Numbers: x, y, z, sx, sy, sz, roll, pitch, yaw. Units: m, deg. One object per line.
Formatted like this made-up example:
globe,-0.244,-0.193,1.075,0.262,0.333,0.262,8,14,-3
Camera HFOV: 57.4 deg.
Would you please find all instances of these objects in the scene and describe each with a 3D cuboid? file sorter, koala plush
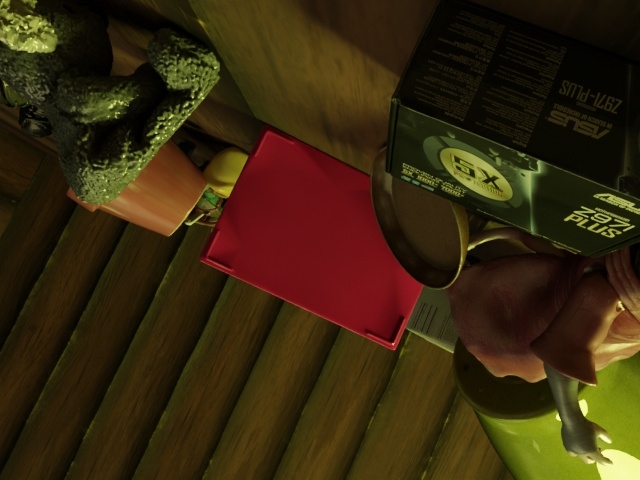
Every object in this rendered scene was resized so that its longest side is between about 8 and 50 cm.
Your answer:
file sorter,0.000,0.000,0.872,0.291,0.202,0.182,26,174,-7
koala plush,-0.261,-0.174,0.626,0.221,0.203,0.196,40,167,-20

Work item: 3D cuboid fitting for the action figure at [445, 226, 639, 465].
action figure,0.285,0.043,0.567,0.370,0.248,0.275,100,148,-70

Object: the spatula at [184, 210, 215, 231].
spatula,-0.198,-0.059,1.344,0.168,0.019,0.242,23,-156,4

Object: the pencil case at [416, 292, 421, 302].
pencil case,0.205,0.107,1.385,0.104,0.104,0.236,24,173,4

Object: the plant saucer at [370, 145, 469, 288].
plant saucer,0.111,-0.029,0.646,0.168,0.029,0.168,53,156,36

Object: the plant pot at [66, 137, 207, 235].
plant pot,-0.305,-0.108,1.020,0.180,0.201,0.201,36,170,-18

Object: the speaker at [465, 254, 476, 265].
speaker,0.255,0.063,1.061,0.055,0.055,0.136,23,173,16

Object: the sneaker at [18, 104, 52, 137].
sneaker,-0.483,-0.241,1.051,0.107,0.124,0.283,27,172,-23

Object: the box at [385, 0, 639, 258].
box,0.142,-0.066,0.400,0.180,0.077,0.147,24,172,8

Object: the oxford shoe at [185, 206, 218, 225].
oxford shoe,-0.385,-0.104,1.755,0.348,0.123,0.130,22,178,27

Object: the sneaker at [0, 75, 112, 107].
sneaker,-0.402,-0.234,0.812,0.109,0.130,0.286,19,173,24

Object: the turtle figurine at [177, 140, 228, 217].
turtle figurine,-0.216,-0.106,1.220,0.175,0.118,0.234,22,167,23

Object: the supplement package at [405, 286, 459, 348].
supplement package,0.333,0.175,1.228,0.194,0.149,0.203,31,171,-40

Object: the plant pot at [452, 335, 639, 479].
plant pot,0.401,0.251,0.935,0.353,0.366,0.366,42,165,-30

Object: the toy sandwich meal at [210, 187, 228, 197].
toy sandwich meal,-0.173,-0.117,1.094,0.029,0.085,0.085,9,165,38

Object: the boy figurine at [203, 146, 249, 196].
boy figurine,-0.108,-0.050,1.078,0.092,0.177,0.285,-21,136,17
